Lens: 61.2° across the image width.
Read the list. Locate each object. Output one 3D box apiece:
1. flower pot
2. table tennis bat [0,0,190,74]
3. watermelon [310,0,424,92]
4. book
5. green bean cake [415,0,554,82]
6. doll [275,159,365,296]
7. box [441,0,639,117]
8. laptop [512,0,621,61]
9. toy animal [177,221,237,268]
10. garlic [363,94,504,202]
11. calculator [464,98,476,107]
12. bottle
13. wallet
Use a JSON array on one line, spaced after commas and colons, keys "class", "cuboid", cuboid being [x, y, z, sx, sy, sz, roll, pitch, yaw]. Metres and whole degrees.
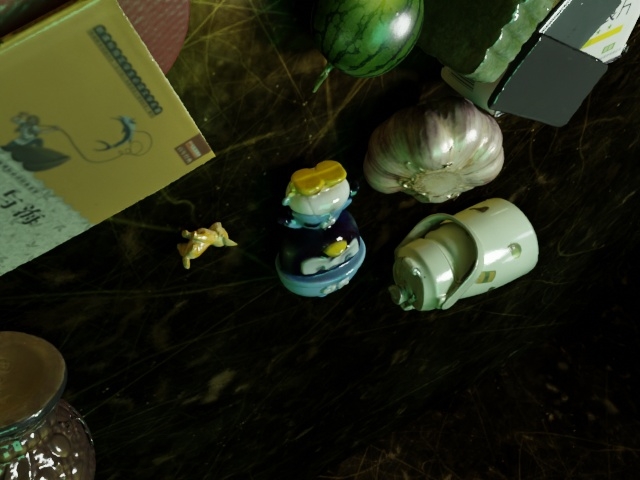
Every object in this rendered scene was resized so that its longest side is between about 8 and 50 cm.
[{"class": "flower pot", "cuboid": [-0.475, 0.293, 0.796, 0.267, 0.267, 0.266, -10, 127, -37]}, {"class": "table tennis bat", "cuboid": [-0.286, -0.260, 0.480, 0.268, 0.051, 0.415, -42, 148, 7]}, {"class": "watermelon", "cuboid": [0.045, -0.273, 0.705, 0.187, 0.140, 0.141, -45, 147, 15]}, {"class": "book", "cuboid": [-0.339, -0.085, 0.612, 0.389, 0.032, 0.269, -30, 150, -2]}, {"class": "green bean cake", "cuboid": [0.216, -0.334, 0.754, 0.094, 0.183, 0.185, 5, 127, -48]}, {"class": "doll", "cuboid": [0.000, 0.000, 0.987, 0.177, 0.141, 0.313, -23, 141, -17]}, {"class": "box", "cuboid": [0.384, -0.367, 0.911, 0.333, 0.145, 0.173, -27, 147, -17]}, {"class": "laptop", "cuboid": [0.372, -0.318, 0.815, 0.180, 0.016, 0.129, -49, 145, 17]}, {"class": "toy animal", "cuboid": [-0.186, 0.008, 0.892, 0.083, 0.061, 0.081, 6, 86, -47]}, {"class": "garlic", "cuboid": [0.195, -0.167, 0.961, 0.245, 0.160, 0.245, -7, 159, -3]}, {"class": "calculator", "cuboid": [0.272, -0.227, 1.081, 0.103, 0.024, 0.166, -45, 147, 11]}, {"class": "bottle", "cuboid": [0.320, 0.039, 1.292, 0.352, 0.229, 0.229, -20, 143, -21]}, {"class": "wallet", "cuboid": [0.358, -0.245, 0.849, 0.244, 0.025, 0.124, -4, 133, -42]}]
